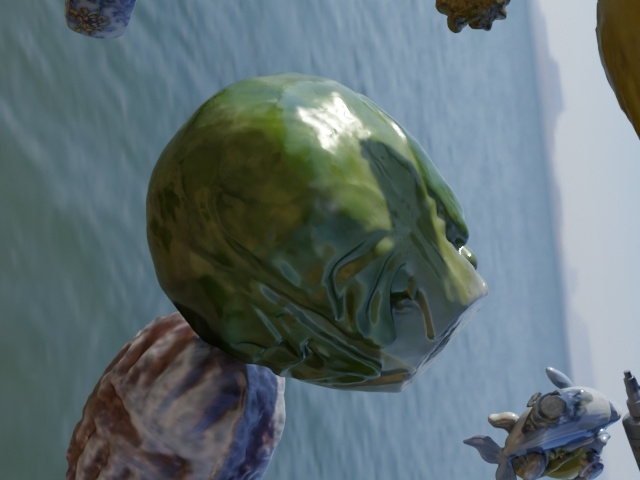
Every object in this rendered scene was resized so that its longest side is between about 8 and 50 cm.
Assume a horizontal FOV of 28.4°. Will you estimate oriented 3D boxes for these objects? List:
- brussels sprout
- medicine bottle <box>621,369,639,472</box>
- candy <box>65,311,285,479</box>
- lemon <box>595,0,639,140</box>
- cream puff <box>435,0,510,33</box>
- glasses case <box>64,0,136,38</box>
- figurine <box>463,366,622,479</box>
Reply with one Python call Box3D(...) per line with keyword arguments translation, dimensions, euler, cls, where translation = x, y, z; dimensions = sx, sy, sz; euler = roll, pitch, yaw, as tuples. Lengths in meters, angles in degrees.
Box3D(translation=(0.000, 0.000, 1.272), dimensions=(0.289, 0.355, 0.281), euler=(-51, -178, 38), cls="brussels sprout")
Box3D(translation=(0.426, 0.256, 1.632), dimensions=(0.057, 0.058, 0.199), euler=(-64, 134, -71), cls="medicine bottle")
Box3D(translation=(-0.166, 0.218, 1.433), dimensions=(0.289, 0.214, 0.157), euler=(-58, 148, 3), cls="candy")
Box3D(translation=(0.340, -0.095, 0.597), dimensions=(0.364, 0.364, 0.364), euler=(-6, 90, -79), cls="lemon")
Box3D(translation=(0.179, -0.281, 1.492), dimensions=(0.083, 0.083, 0.058), euler=(49, 14, 2), cls="cream puff")
Box3D(translation=(-0.245, -0.339, 1.482), dimensions=(0.248, 0.087, 0.065), euler=(116, -23, -47), cls="glasses case")
Box3D(translation=(0.295, 0.254, 1.622), dimensions=(0.183, 0.209, 0.128), euler=(81, -17, -53), cls="figurine")
